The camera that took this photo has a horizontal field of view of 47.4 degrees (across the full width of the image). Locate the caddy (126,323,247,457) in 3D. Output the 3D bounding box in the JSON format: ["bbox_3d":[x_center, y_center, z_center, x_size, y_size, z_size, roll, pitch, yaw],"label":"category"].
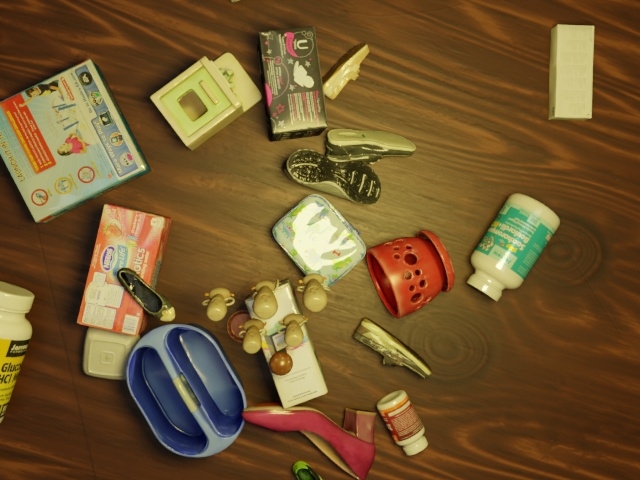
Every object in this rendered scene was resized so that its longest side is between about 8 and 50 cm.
[{"bbox_3d":[-0.327,0.365,1.806,0.241,0.179,0.341,-30,92,-3],"label":"caddy"}]

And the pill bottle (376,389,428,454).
[{"bbox_3d":[0.214,0.471,1.881,0.086,0.086,0.152,-28,92,-2],"label":"pill bottle"}]

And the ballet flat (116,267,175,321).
[{"bbox_3d":[-0.415,0.132,1.719,0.173,0.049,0.057,42,89,-6],"label":"ballet flat"}]

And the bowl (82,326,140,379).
[{"bbox_3d":[-0.533,0.288,1.845,0.142,0.053,0.142,9,100,-4],"label":"bowl"}]

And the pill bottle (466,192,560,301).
[{"bbox_3d":[0.481,0.022,1.857,0.146,0.146,0.264,33,89,-3],"label":"pill bottle"}]

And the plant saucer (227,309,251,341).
[{"bbox_3d":[-0.200,0.222,1.892,0.084,0.013,0.083,0,91,-4],"label":"plant saucer"}]

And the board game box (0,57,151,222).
[{"bbox_3d":[-0.632,-0.245,1.825,0.302,0.086,0.308,-26,92,-2],"label":"board game box"}]

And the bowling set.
[{"bbox_3d":[-0.117,0.191,1.649,0.287,0.154,0.199,-3,109,-2],"label":"bowling set"}]

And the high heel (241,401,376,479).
[{"bbox_3d":[-0.025,0.502,1.806,0.377,0.127,0.181,11,81,-22],"label":"high heel"}]

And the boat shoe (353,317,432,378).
[{"bbox_3d":[0.184,0.289,1.885,0.224,0.080,0.073,38,94,2],"label":"boat shoe"}]

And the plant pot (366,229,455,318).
[{"bbox_3d":[0.229,0.079,1.830,0.174,0.191,0.191,-21,92,-11],"label":"plant pot"}]

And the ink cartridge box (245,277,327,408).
[{"bbox_3d":[-0.083,0.246,1.804,0.117,0.201,0.278,-20,91,-1],"label":"ink cartridge box"}]

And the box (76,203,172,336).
[{"bbox_3d":[-0.483,0.070,1.809,0.154,0.142,0.299,12,91,-4],"label":"box"}]

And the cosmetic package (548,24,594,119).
[{"bbox_3d":[0.652,-0.435,1.900,0.099,0.060,0.239,2,91,-1],"label":"cosmetic package"}]

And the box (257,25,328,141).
[{"bbox_3d":[-0.071,-0.384,1.813,0.142,0.163,0.247,-7,92,-6],"label":"box"}]

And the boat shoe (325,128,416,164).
[{"bbox_3d":[0.128,-0.237,1.880,0.233,0.084,0.079,2,125,-9],"label":"boat shoe"}]

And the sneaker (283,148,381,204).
[{"bbox_3d":[0.032,-0.163,1.861,0.272,0.108,0.100,18,83,-20],"label":"sneaker"}]

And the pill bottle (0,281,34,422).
[{"bbox_3d":[-0.820,0.272,1.774,0.188,0.188,0.333,19,91,-3],"label":"pill bottle"}]

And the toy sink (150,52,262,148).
[{"bbox_3d":[-0.279,-0.358,1.818,0.234,0.131,0.152,-36,93,-2],"label":"toy sink"}]

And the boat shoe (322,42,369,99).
[{"bbox_3d":[0.068,-0.433,1.876,0.170,0.063,0.059,-45,115,-2],"label":"boat shoe"}]

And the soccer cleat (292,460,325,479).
[{"bbox_3d":[-0.003,0.642,1.880,0.179,0.072,0.060,43,89,-3],"label":"soccer cleat"}]

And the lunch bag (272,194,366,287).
[{"bbox_3d":[0.000,0.000,1.860,0.176,0.090,0.219,-42,93,-1],"label":"lunch bag"}]
